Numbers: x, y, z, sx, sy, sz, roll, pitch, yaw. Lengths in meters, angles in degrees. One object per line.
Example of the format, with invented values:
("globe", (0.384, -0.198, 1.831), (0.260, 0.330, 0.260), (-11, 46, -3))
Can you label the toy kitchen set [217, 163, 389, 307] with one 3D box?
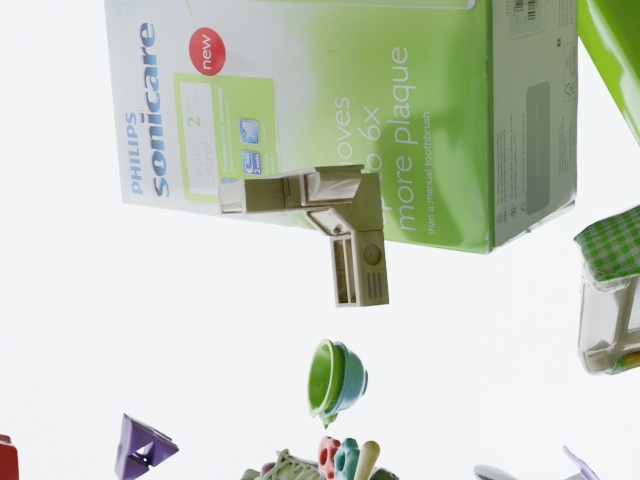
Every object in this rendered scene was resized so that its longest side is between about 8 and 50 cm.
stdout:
("toy kitchen set", (0.000, 0.000, 0.668), (0.083, 0.068, 0.075), (-4, -92, -30))

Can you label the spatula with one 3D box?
("spatula", (0.180, 0.196, 1.002), (0.030, 0.296, 0.084), (-42, -85, -17))

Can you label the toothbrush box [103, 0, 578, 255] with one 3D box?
("toothbrush box", (0.007, -0.119, 0.787), (0.283, 0.206, 0.122), (10, -160, 35))

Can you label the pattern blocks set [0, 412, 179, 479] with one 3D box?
("pattern blocks set", (-0.188, 0.258, 0.810), (0.285, 0.325, 0.026), (16, -172, -37))

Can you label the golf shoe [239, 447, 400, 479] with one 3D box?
("golf shoe", (-0.014, 0.276, 1.328), (0.120, 0.273, 0.105), (43, -121, -2))

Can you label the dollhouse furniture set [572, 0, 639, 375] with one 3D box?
("dollhouse furniture set", (0.189, -0.070, 0.521), (0.197, 0.301, 0.151), (-13, -113, 5))

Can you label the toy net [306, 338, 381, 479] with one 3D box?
("toy net", (0.012, 0.206, 1.099), (0.045, 0.122, 0.232), (12, -129, -20))
